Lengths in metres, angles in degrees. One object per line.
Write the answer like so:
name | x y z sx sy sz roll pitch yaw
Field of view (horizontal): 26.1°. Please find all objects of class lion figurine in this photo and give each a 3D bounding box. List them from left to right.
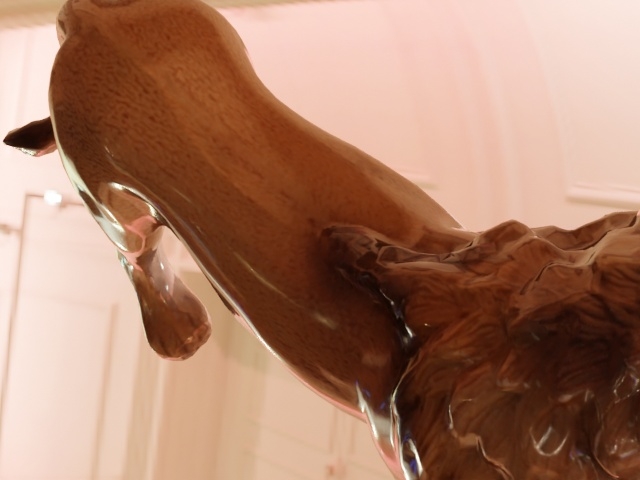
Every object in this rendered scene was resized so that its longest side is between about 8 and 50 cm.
lion figurine | 0.000 0.000 0.511 0.392 0.240 0.142 28 -107 17
